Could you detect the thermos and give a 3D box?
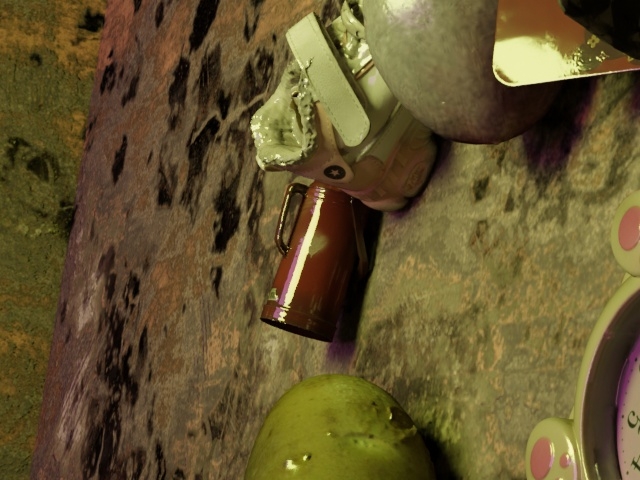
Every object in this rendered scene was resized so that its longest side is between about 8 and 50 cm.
[{"bbox_3d":[0.001,0.000,1.867,0.099,0.124,0.232,0,72,65],"label":"thermos"}]

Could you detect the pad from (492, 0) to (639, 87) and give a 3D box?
[{"bbox_3d":[0.267,-0.228,1.328,0.267,0.004,0.181,-5,71,40],"label":"pad"}]

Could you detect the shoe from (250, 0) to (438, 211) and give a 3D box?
[{"bbox_3d":[0.059,-0.190,1.706,0.172,0.198,0.351,60,136,50],"label":"shoe"}]

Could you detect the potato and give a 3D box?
[{"bbox_3d":[0.014,0.301,1.543,0.270,0.219,0.359,129,149,-61],"label":"potato"}]

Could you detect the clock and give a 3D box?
[{"bbox_3d":[0.287,0.131,1.110,0.284,0.114,0.309,-70,24,14],"label":"clock"}]

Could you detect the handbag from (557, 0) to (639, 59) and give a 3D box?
[{"bbox_3d":[0.279,-0.403,1.254,0.317,0.180,0.416,-41,48,33],"label":"handbag"}]

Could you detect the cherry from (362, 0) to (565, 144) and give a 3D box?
[{"bbox_3d":[0.150,-0.218,1.510,0.213,0.183,0.266,-9,74,19],"label":"cherry"}]
